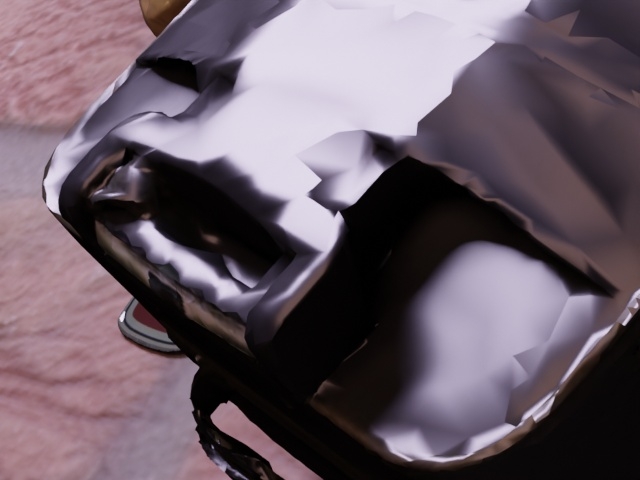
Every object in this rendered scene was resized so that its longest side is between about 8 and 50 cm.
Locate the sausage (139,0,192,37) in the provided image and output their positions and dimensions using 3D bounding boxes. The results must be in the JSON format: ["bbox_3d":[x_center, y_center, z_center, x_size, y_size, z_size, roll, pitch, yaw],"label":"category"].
[{"bbox_3d":[-0.096,-0.194,0.923,0.066,0.066,0.301,-34,39,8],"label":"sausage"}]

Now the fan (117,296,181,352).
[{"bbox_3d":[0.000,0.000,0.695,0.220,0.009,0.132,-1,55,41],"label":"fan"}]

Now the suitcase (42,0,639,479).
[{"bbox_3d":[0.122,-0.079,0.516,0.434,0.194,0.283,-47,38,-11],"label":"suitcase"}]
